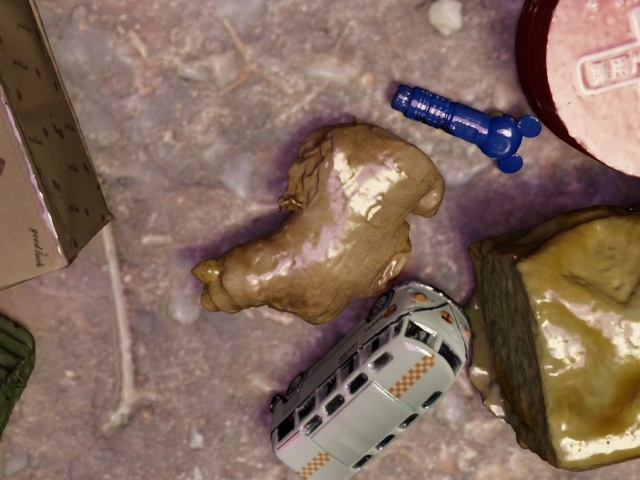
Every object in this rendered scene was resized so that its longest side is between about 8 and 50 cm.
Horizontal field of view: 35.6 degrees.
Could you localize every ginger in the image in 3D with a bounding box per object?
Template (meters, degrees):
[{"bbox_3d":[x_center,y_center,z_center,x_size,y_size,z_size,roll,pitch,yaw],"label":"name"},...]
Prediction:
[{"bbox_3d":[0.004,0.002,0.816,0.137,0.074,0.213,41,94,-12],"label":"ginger"}]

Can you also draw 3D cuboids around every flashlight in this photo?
[{"bbox_3d":[0.117,-0.098,0.816,0.121,0.035,0.057,21,126,-1],"label":"flashlight"}]

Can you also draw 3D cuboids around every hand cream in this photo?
[{"bbox_3d":[0.249,-0.147,0.759,0.193,0.125,0.193,0,102,-2],"label":"hand cream"}]

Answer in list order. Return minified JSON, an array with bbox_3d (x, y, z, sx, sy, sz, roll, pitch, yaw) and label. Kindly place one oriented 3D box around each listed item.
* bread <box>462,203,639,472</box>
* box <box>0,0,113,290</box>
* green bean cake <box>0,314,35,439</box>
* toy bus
[{"bbox_3d":[0.252,0.060,0.766,0.252,0.238,0.196,-10,85,-4],"label":"bread"},{"bbox_3d":[-0.338,-0.056,0.739,0.297,0.190,0.225,-17,103,4],"label":"box"},{"bbox_3d":[-0.305,0.153,0.788,0.094,0.183,0.185,28,99,-8],"label":"green bean cake"},{"bbox_3d":[0.041,0.123,0.819,0.087,0.089,0.194,39,114,-12],"label":"toy bus"}]
